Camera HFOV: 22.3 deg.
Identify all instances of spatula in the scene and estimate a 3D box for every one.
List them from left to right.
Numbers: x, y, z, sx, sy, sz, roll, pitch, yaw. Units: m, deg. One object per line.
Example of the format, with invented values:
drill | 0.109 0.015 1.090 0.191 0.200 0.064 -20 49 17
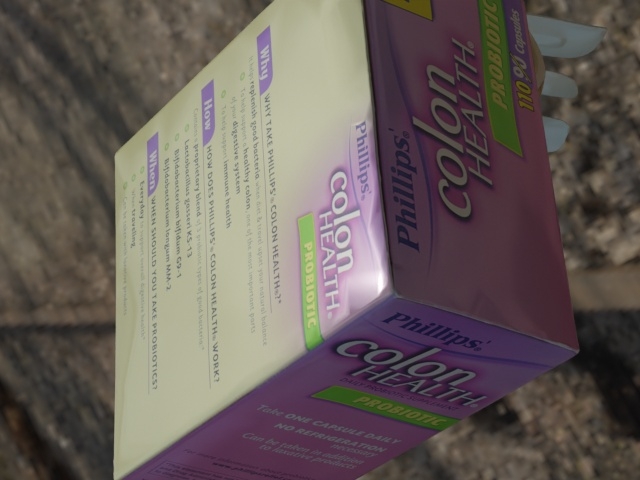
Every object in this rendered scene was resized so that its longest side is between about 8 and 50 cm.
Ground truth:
spatula | 0.137 -0.160 1.573 0.168 0.242 0.019 106 170 -49

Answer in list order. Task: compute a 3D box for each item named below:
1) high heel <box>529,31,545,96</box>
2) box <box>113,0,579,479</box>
high heel | 0.114 -0.073 1.359 0.186 0.093 0.261 118 159 -53
box | 0.000 0.000 0.859 0.243 0.117 0.214 -38 46 43
